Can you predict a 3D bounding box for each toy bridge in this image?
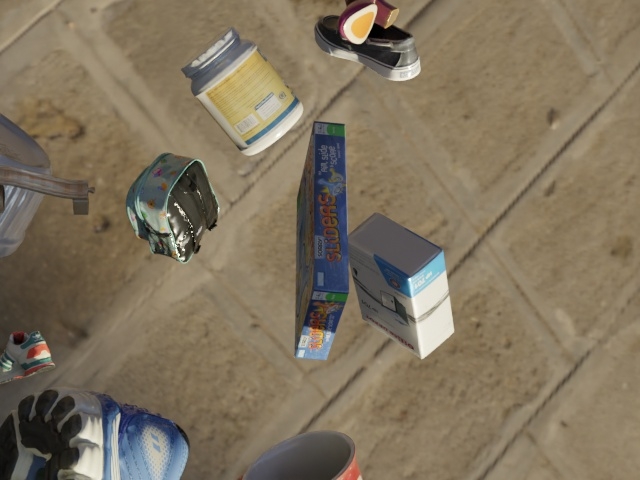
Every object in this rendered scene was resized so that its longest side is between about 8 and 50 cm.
[{"bbox_3d":[-0.309,-0.049,0.979,0.188,0.063,0.026,-1,65,-11],"label":"toy bridge"}]

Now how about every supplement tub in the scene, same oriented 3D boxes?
[{"bbox_3d":[-0.142,-0.270,1.861,0.144,0.144,0.200,-44,107,-15],"label":"supplement tub"}]

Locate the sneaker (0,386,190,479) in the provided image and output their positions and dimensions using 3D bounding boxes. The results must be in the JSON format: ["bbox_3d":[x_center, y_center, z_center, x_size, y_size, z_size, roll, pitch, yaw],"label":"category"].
[{"bbox_3d":[-0.151,0.266,0.678,0.147,0.129,0.330,14,89,-44],"label":"sneaker"}]

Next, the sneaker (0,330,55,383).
[{"bbox_3d":[-0.495,0.189,1.695,0.057,0.161,0.075,-11,86,-46],"label":"sneaker"}]

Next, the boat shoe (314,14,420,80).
[{"bbox_3d":[0.087,-0.421,2.103,0.108,0.301,0.102,-28,131,-22],"label":"boat shoe"}]

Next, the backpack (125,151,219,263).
[{"bbox_3d":[-0.289,-0.076,1.998,0.166,0.144,0.188,-56,158,-32],"label":"backpack"}]

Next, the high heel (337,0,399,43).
[{"bbox_3d":[0.055,-0.429,1.898,0.244,0.117,0.082,-40,158,-56],"label":"high heel"}]

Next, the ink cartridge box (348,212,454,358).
[{"bbox_3d":[0.123,0.070,1.591,0.082,0.139,0.191,-38,138,-25],"label":"ink cartridge box"}]

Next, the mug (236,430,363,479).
[{"bbox_3d":[-0.001,0.280,1.000,0.113,0.150,0.169,-27,109,-20],"label":"mug"}]

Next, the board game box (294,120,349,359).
[{"bbox_3d":[0.000,0.000,1.042,0.035,0.136,0.201,5,55,-7],"label":"board game box"}]

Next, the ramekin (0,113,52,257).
[{"bbox_3d":[-0.397,-0.085,1.141,0.207,0.207,0.109,33,99,-28],"label":"ramekin"}]
